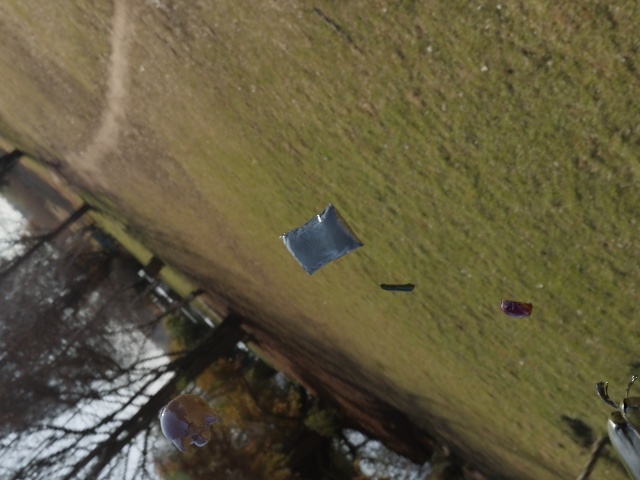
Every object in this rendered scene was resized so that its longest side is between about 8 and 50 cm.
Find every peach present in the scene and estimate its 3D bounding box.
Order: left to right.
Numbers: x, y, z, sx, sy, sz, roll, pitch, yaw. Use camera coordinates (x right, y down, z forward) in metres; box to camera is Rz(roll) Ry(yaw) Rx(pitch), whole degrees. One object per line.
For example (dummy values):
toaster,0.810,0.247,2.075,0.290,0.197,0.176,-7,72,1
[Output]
peach,0.525,0.184,1.950,0.083,0.050,0.077,5,175,11

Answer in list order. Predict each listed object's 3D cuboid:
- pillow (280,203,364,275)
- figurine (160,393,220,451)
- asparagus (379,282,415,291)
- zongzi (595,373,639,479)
pillow,0.000,0.000,2.026,0.229,0.050,0.148,-30,102,42
figurine,-0.316,0.430,1.729,0.138,0.125,0.125,27,157,42
asparagus,0.233,0.142,2.212,0.108,0.025,0.021,1,134,2
zongzi,0.657,0.507,1.457,0.447,0.418,0.181,32,177,44
